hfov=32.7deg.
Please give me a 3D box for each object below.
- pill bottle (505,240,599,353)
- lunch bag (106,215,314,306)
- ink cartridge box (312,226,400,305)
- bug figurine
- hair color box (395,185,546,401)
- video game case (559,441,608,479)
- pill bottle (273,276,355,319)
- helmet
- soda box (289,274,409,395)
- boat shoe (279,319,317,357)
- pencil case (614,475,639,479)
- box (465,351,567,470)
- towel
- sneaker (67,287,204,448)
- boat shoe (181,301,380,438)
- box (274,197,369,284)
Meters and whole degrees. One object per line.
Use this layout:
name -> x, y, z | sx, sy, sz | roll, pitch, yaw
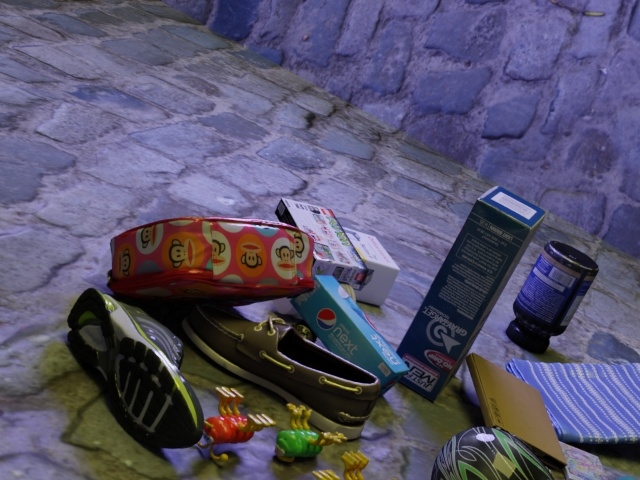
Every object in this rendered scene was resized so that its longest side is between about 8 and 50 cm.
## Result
pill bottle -> 0.479, 0.121, 2.286 | 0.122, 0.219, 0.123 | 23, 18, -8
lunch bag -> -0.181, 0.037, 1.717 | 0.293, 0.120, 0.258 | 7, -12, -43
ink cartridge box -> 0.027, 0.035, 2.140 | 0.212, 0.093, 0.154 | 18, 19, -25
bug figurine -> -0.023, 0.292, 1.401 | 0.279, 0.072, 0.216 | 34, 13, 37
hair color box -> 0.249, 0.088, 1.874 | 0.105, 0.347, 0.174 | 30, 18, 13
video game case -> 0.445, 0.387, 1.847 | 0.087, 0.011, 0.122 | 23, 19, -8
pill bottle -> -0.012, 0.103, 1.924 | 0.137, 0.078, 0.078 | 10, 24, -41
helmet -> 0.228, 0.334, 1.471 | 0.161, 0.169, 0.169 | 43, 19, 0
soda box -> 0.047, 0.154, 1.779 | 0.210, 0.067, 0.071 | 51, 18, 19
boat shoe -> -0.038, 0.159, 1.779 | 0.056, 0.049, 0.152 | 27, 18, 7
pencil case -> 0.453, 0.412, 1.703 | 0.070, 0.065, 0.151 | -9, -5, 38
box -> 0.333, 0.290, 1.867 | 0.164, 0.021, 0.201 | 30, 23, -20
towel -> 0.536, 0.298, 2.049 | 0.335, 0.040, 0.243 | 3, 26, -19
sneaker -> -0.221, 0.165, 1.446 | 0.121, 0.111, 0.300 | 14, 23, -43
boat shoe -> -0.059, 0.172, 1.641 | 0.324, 0.097, 0.116 | 31, 20, 17
box -> 0.000, 0.000, 2.003 | 0.114, 0.036, 0.207 | 13, 28, -29
